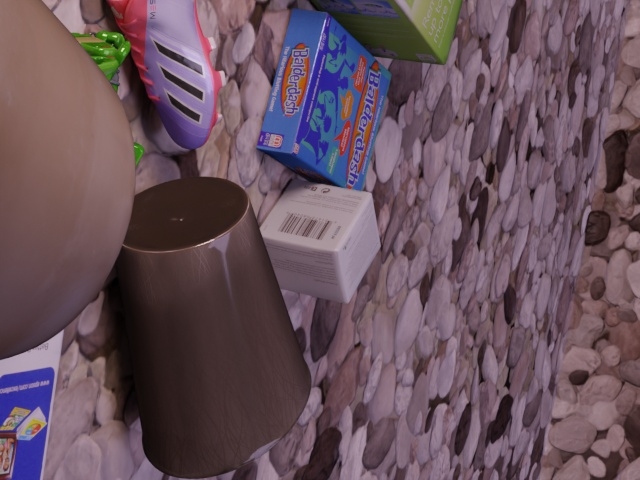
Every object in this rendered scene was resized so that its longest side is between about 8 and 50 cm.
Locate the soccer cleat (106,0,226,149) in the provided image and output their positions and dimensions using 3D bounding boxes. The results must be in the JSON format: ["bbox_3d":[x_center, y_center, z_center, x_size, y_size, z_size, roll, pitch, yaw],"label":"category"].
[{"bbox_3d":[-0.142,-0.186,1.179,0.095,0.083,0.248,-22,130,-27],"label":"soccer cleat"}]

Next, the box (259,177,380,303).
[{"bbox_3d":[0.000,0.000,1.513,0.102,0.101,0.087,-57,148,-39],"label":"box"}]

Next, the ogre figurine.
[{"bbox_3d":[-0.186,-0.093,1.067,0.197,0.096,0.118,-133,-134,-63],"label":"ogre figurine"}]

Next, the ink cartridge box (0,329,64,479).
[{"bbox_3d":[-0.286,0.210,1.032,0.175,0.069,0.371,-2,99,-64],"label":"ink cartridge box"}]

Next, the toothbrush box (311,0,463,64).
[{"bbox_3d":[0.071,-0.344,1.498,0.283,0.122,0.206,36,67,-62],"label":"toothbrush box"}]

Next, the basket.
[{"bbox_3d":[-0.106,0.068,1.265,0.204,0.154,0.227,-51,140,-47],"label":"basket"}]

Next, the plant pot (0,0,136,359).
[{"bbox_3d":[-0.246,-0.053,0.666,0.280,0.323,0.323,20,82,-59],"label":"plant pot"}]

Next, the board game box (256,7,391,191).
[{"bbox_3d":[0.009,-0.148,1.534,0.210,0.047,0.160,27,75,-65],"label":"board game box"}]
